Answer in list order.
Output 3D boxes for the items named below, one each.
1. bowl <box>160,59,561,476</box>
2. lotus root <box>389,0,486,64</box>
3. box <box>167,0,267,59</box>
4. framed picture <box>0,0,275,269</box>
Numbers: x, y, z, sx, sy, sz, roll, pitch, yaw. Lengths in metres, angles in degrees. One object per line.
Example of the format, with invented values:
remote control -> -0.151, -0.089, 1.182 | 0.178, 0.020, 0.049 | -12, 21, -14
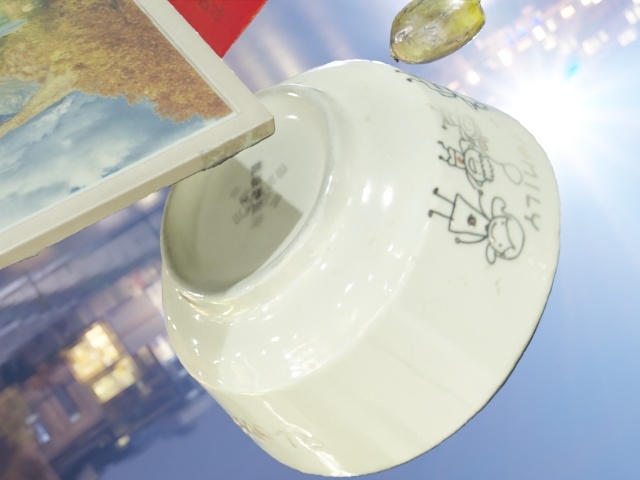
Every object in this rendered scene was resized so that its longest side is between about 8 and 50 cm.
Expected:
bowl -> 0.000, 0.000, 0.804 | 0.237, 0.126, 0.238 | -23, -129, 33
lotus root -> 0.088, -0.168, 1.164 | 0.099, 0.054, 0.049 | -25, 168, 41
box -> -0.202, -0.207, 1.426 | 0.313, 0.197, 0.089 | -53, -145, -8
framed picture -> -0.173, -0.055, 0.708 | 0.250, 0.184, 0.016 | -28, 145, -18
